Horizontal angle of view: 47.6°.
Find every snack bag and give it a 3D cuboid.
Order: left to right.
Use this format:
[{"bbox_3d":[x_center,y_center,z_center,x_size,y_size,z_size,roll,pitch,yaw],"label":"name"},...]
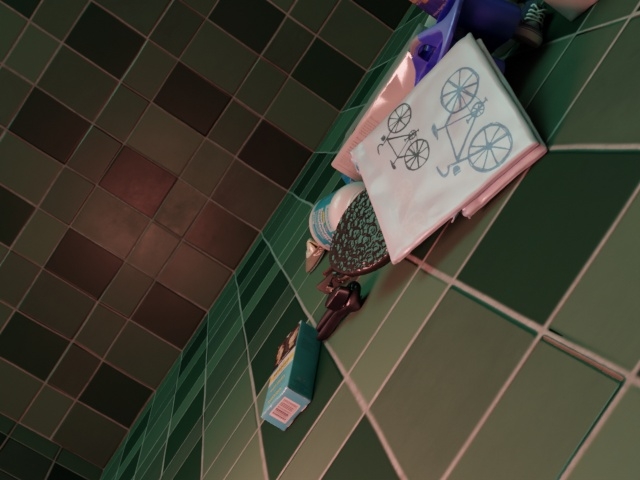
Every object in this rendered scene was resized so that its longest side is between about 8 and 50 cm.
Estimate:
[{"bbox_3d":[0.205,-0.157,1.289,0.342,0.037,0.323,-44,43,28],"label":"snack bag"}]

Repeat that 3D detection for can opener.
[{"bbox_3d":[0.033,0.148,1.539,0.186,0.073,0.059,121,166,-45],"label":"can opener"}]

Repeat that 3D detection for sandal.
[{"bbox_3d":[0.191,-0.091,1.385,0.445,0.107,0.167,-49,41,11],"label":"sandal"}]

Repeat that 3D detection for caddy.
[{"bbox_3d":[0.271,-0.382,1.500,0.341,0.179,0.241,122,166,-85],"label":"caddy"}]

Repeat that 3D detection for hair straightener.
[{"bbox_3d":[0.052,0.088,1.690,0.230,0.047,0.089,-31,28,57],"label":"hair straightener"}]

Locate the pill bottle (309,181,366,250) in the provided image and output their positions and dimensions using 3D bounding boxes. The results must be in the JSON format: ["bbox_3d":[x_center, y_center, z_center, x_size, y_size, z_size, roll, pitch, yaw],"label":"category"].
[{"bbox_3d":[0.074,-0.056,1.706,0.146,0.146,0.264,-60,10,-15],"label":"pill bottle"}]

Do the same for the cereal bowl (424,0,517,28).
[{"bbox_3d":[0.423,-0.639,1.883,0.339,0.141,0.339,-54,10,15],"label":"cereal bowl"}]

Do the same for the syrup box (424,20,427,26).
[{"bbox_3d":[0.372,-0.653,2.281,0.236,0.093,0.096,-58,10,-9],"label":"syrup box"}]

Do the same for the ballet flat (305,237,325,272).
[{"bbox_3d":[0.000,0.000,2.088,0.213,0.068,0.072,-52,11,25],"label":"ballet flat"}]

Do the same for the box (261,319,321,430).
[{"bbox_3d":[-0.057,0.280,1.539,0.100,0.060,0.244,-52,12,24],"label":"box"}]

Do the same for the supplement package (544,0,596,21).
[{"bbox_3d":[0.432,-0.563,1.287,0.145,0.262,0.204,-62,12,-26],"label":"supplement package"}]

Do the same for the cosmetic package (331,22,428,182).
[{"bbox_3d":[0.201,-0.336,1.875,0.385,0.156,0.217,-56,7,35],"label":"cosmetic package"}]

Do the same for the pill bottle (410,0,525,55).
[{"bbox_3d":[0.339,-0.546,1.650,0.153,0.265,0.153,-55,10,14],"label":"pill bottle"}]

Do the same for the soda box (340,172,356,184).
[{"bbox_3d":[0.112,-0.191,2.152,0.071,0.067,0.210,-55,10,9],"label":"soda box"}]

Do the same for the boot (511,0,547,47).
[{"bbox_3d":[0.429,-0.450,1.485,0.086,0.069,0.190,-59,9,17],"label":"boot"}]
